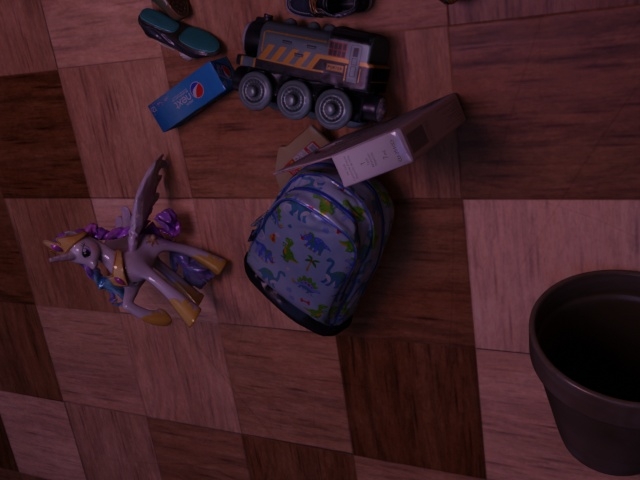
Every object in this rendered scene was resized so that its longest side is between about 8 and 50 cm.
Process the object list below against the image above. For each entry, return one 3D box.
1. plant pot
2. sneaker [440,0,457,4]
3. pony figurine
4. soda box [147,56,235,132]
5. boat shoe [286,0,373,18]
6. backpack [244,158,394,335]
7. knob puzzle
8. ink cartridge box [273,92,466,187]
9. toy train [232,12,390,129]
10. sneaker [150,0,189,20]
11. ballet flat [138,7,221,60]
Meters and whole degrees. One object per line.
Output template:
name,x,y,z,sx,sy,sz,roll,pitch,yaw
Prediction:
plant pot,0.533,0.258,1.308,0.323,0.323,0.280,10,131,25
sneaker,0.160,-0.546,1.280,0.296,0.112,0.131,42,107,5
pony figurine,-0.411,0.018,1.710,0.364,0.351,0.303,33,128,-9
soda box,-0.278,-0.319,1.622,0.210,0.067,0.071,-25,98,34
boat shoe,0.002,-0.455,1.400,0.184,0.083,0.065,5,113,27
backpack,0.000,0.000,1.507,0.290,0.273,0.355,41,117,11
knob puzzle,-0.013,-0.138,1.569,0.213,0.030,0.213,12,131,15
ink cartridge box,0.097,-0.170,1.342,0.261,0.296,0.066,-17,102,34
toy train,-0.018,-0.330,1.443,0.334,0.142,0.190,18,106,23
sneaker,-0.356,-0.546,1.575,0.086,0.064,0.192,-23,98,42
ballet flat,-0.301,-0.433,1.592,0.203,0.074,0.074,27,121,9
